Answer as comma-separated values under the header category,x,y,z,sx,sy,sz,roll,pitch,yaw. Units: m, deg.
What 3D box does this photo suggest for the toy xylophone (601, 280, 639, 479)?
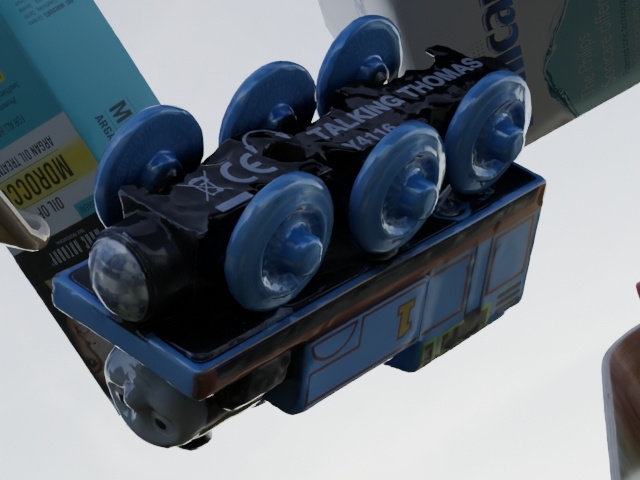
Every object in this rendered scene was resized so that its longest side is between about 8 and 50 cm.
category,x,y,z,sx,sy,sz,roll,pitch,yaw
toy xylophone,0.285,0.180,1.314,0.081,0.323,0.236,-29,-67,16

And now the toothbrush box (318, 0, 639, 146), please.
category,x,y,z,sx,sy,sz,roll,pitch,yaw
toothbrush box,0.132,-0.188,0.760,0.295,0.126,0.216,-30,-35,-6

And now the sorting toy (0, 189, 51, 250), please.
category,x,y,z,sx,sy,sz,roll,pitch,yaw
sorting toy,-0.222,-0.066,0.700,0.193,0.038,0.208,12,-21,25

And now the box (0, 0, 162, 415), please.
category,x,y,z,sx,sy,sz,roll,pitch,yaw
box,-0.123,-0.035,0.909,0.100,0.244,0.060,-25,11,44

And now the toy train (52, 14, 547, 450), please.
category,x,y,z,sx,sy,sz,roll,pitch,yaw
toy train,0.000,0.000,0.565,0.184,0.080,0.105,-29,-45,-42
